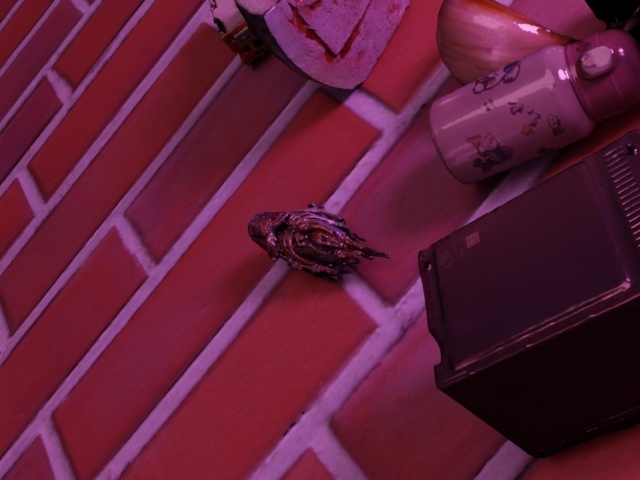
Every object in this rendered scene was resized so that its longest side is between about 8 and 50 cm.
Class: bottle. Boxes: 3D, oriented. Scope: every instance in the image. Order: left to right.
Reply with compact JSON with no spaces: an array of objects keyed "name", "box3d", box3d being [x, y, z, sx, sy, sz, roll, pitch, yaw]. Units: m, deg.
[{"name":"bottle","box3d":[0.243,-0.151,0.927,0.233,0.110,0.110,-22,51,31]}]

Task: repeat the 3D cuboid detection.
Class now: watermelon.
[{"name":"watermelon","box3d":[-0.007,-0.359,1.209,0.201,0.213,0.261,-41,44,14]}]

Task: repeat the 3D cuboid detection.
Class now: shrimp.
[{"name":"shrimp","box3d":[0.000,0.000,1.076,0.233,0.079,0.090,11,77,40]}]

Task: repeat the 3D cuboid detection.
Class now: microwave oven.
[{"name":"microwave oven","box3d":[0.237,0.056,0.746,0.247,0.188,0.178,-33,41,28]}]

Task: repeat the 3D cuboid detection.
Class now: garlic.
[{"name":"garlic","box3d":[0.214,-0.231,1.017,0.207,0.128,0.115,36,115,41]}]

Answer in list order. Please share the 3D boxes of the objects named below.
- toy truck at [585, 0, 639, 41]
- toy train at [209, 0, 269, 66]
[{"name":"toy truck","box3d":[0.374,-0.286,0.852,0.127,0.127,0.257,-56,25,-14]},{"name":"toy train","box3d":[-0.136,-0.382,1.429,0.072,0.099,0.188,-36,44,16]}]
